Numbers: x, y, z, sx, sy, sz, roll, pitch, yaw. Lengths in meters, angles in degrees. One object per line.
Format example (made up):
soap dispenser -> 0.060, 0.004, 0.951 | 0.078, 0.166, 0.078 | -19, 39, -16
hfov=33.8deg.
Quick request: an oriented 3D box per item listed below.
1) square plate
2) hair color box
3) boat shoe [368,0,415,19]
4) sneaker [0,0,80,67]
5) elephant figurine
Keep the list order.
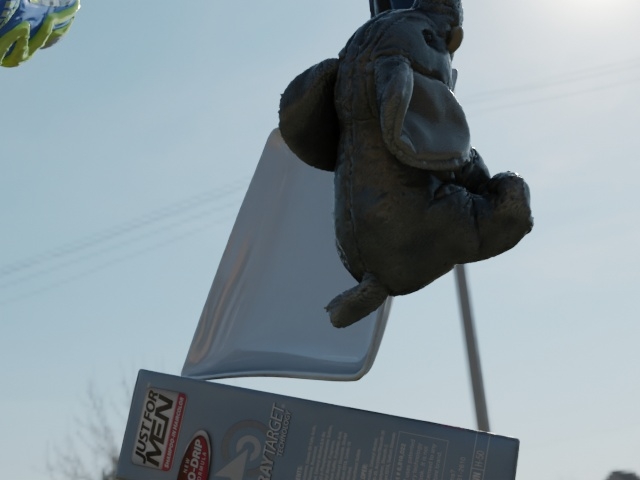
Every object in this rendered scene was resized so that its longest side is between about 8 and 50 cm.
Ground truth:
square plate -> 0.000, 0.000, 1.159 | 0.049, 0.344, 0.347 | 31, -23, -30
hair color box -> 0.007, 0.224, 1.066 | 0.374, 0.114, 0.185 | 8, -12, 12
boat shoe -> 0.121, -0.279, 1.451 | 0.109, 0.089, 0.258 | -23, -54, -22
sneaker -> -0.281, -0.230, 0.967 | 0.091, 0.240, 0.126 | 27, -47, -4
elephant figurine -> 0.054, -0.094, 0.807 | 0.169, 0.240, 0.186 | -18, 19, 14
